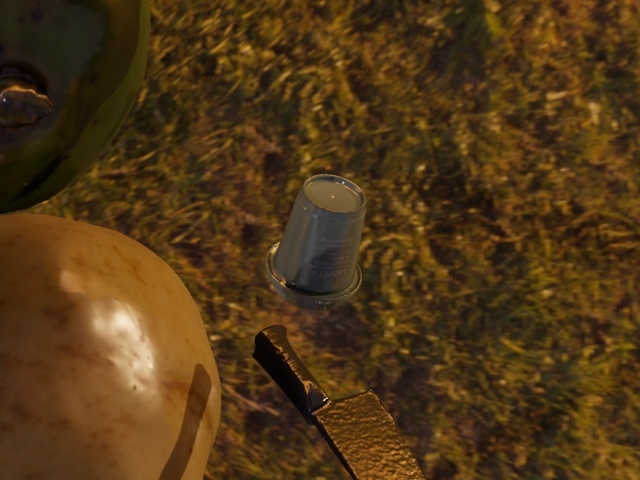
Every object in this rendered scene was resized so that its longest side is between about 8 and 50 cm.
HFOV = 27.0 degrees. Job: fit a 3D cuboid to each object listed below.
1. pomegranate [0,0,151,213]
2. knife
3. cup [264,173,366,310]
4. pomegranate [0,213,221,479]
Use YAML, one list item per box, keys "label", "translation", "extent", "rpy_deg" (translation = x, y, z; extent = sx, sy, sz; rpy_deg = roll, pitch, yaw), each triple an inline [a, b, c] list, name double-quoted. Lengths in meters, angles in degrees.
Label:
- label: "pomegranate"
  translation: [-0.258, -0.143, 0.917]
  extent: [0.260, 0.340, 0.260]
  rpy_deg: [-6, 105, -23]
- label: "knife"
  translation: [0.025, 0.134, 0.950]
  extent: [0.060, 0.230, 0.028]
  rpy_deg: [-17, 132, -23]
- label: "cup"
  translation: [0.000, 0.000, 1.582]
  extent: [0.120, 0.120, 0.141]
  rpy_deg: [-1, 131, -18]
- label: "pomegranate"
  translation: [-0.223, 0.155, 1.058]
  extent: [0.342, 0.342, 0.343]
  rpy_deg: [1, 87, -18]
